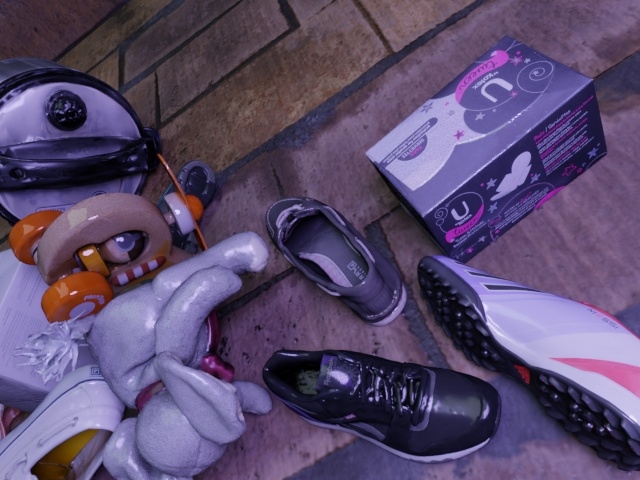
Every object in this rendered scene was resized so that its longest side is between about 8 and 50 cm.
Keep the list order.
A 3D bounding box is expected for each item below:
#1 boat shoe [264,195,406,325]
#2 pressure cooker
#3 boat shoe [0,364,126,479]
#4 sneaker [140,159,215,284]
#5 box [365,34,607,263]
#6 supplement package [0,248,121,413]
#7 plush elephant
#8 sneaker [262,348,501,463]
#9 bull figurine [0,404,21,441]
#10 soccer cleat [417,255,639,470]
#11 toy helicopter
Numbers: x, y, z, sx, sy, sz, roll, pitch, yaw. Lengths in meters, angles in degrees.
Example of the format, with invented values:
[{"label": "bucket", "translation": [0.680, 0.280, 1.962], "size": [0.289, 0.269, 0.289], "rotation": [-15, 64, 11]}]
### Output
[{"label": "boat shoe", "translation": [0.000, 0.000, 0.787], "size": [0.112, 0.095, 0.335], "rotation": [-47, 45, -2]}, {"label": "pressure cooker", "translation": [-0.599, -0.208, 1.159], "size": [0.420, 0.375, 0.370], "rotation": [27, 74, 44]}, {"label": "boat shoe", "translation": [-0.401, 0.359, 0.763], "size": [0.367, 0.135, 0.156], "rotation": [-45, 40, 14]}, {"label": "sneaker", "translation": [-0.287, -0.028, 1.030], "size": [0.106, 0.101, 0.268], "rotation": [-13, 51, 56]}, {"label": "box", "translation": [0.213, -0.119, 0.689], "size": [0.247, 0.142, 0.163], "rotation": [-38, 46, 6]}, {"label": "supplement package", "translation": [-0.470, 0.169, 0.879], "size": [0.197, 0.262, 0.199], "rotation": [-13, 53, 28]}, {"label": "plush elephant", "translation": [-0.175, 0.179, 0.682], "size": [0.272, 0.330, 0.255], "rotation": [-43, 76, 36]}, {"label": "sneaker", "translation": [0.055, 0.181, 0.600], "size": [0.283, 0.124, 0.107], "rotation": [-5, 58, 32]}, {"label": "bull figurine", "translation": [-0.735, 0.341, 0.992], "size": [0.310, 0.101, 0.189], "rotation": [9, 58, -1]}, {"label": "soccer cleat", "translation": [0.236, 0.097, 0.565], "size": [0.116, 0.109, 0.318], "rotation": [-31, 39, -18]}, {"label": "toy helicopter", "translation": [-0.243, 0.013, 0.777], "size": [0.235, 0.355, 0.140], "rotation": [-41, 68, 5]}]
